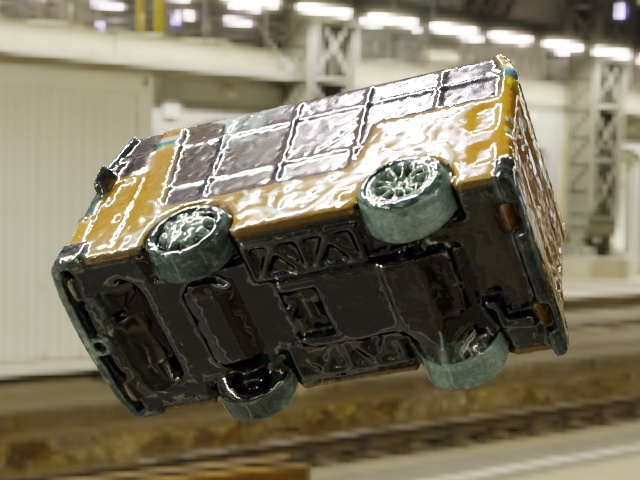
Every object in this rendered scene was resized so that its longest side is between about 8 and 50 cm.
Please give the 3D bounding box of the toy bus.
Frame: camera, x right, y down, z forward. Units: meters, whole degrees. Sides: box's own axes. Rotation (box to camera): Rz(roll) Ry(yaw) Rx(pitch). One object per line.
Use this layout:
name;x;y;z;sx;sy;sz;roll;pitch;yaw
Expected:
toy bus;0.000;0.000;0.991;0.323;0.162;0.194;-11;34;19
